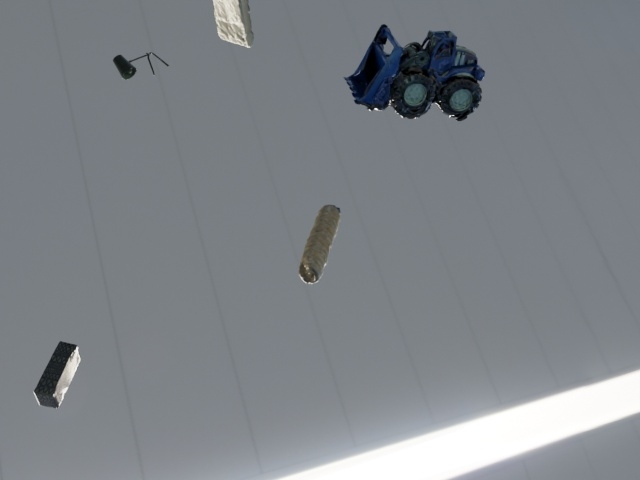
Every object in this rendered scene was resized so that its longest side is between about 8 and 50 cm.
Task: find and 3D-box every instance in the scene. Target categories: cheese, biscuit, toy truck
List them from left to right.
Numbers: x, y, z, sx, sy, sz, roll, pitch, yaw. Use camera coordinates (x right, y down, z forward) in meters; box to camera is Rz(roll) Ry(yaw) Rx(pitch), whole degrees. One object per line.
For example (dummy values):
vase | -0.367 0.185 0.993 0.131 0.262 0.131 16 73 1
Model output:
cheese | -0.175 -0.498 1.171 0.085 0.400 0.034 25 -114 10
biscuit | 0.000 0.000 1.363 0.055 0.061 0.219 13 -136 4
toy truck | 0.149 -0.269 1.040 0.208 0.126 0.113 -2 -144 -9

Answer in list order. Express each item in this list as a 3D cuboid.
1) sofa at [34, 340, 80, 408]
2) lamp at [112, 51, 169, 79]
sofa | -0.512 0.262 1.279 0.039 0.060 0.117 11 -132 2
lamp | -0.357 -0.345 1.274 0.054 0.041 0.121 50 -151 6
